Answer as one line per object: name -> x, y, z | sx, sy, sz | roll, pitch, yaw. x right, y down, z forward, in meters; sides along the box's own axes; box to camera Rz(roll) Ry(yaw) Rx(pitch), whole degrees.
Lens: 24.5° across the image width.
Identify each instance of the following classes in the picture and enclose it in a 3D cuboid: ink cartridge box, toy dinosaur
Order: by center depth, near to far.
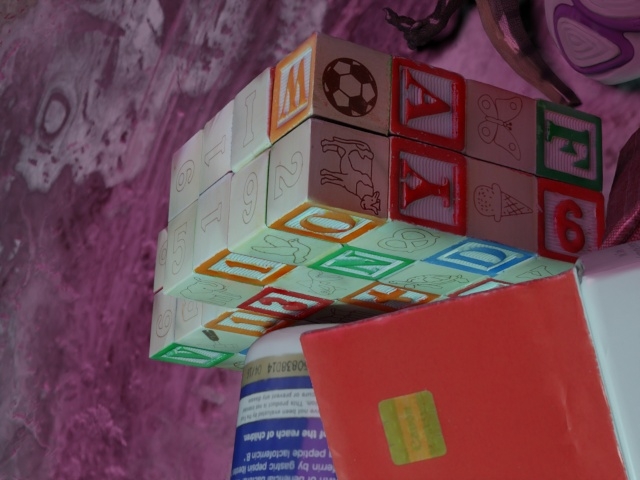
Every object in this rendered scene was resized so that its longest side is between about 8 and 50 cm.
ink cartridge box -> 0.148, 0.150, 0.610 | 0.261, 0.066, 0.296 | -15, 94, 8
toy dinosaur -> 0.089, -0.192, 0.969 | 0.118, 0.064, 0.268 | -20, 64, 29

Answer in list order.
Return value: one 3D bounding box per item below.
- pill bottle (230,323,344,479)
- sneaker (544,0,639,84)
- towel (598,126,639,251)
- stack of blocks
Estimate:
pill bottle -> 0.019, 0.189, 0.815 | 0.153, 0.153, 0.265 | -9, 68, 40
sneaker -> 0.237, -0.214, 0.817 | 0.114, 0.152, 0.305 | 44, 128, 21
towel -> 0.248, -0.135, 0.691 | 0.037, 0.237, 0.329 | 37, 111, 1
stack of blocks -> 0.000, 0.000, 0.829 | 0.297, 0.171, 0.087 | -31, 51, 57
